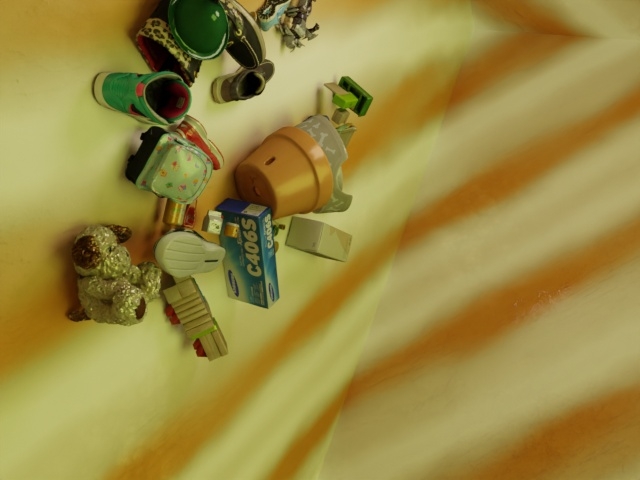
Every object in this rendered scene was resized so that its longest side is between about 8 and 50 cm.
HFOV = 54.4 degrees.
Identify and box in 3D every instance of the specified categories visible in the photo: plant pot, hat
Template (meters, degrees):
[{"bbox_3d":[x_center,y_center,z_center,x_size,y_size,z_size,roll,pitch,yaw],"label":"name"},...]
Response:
[{"bbox_3d":[-0.133,-0.192,1.986,0.204,0.291,0.290,-33,133,-34],"label":"plant pot"},{"bbox_3d":[-0.230,-0.514,1.422,0.209,0.184,0.172,-3,95,-50],"label":"hat"}]

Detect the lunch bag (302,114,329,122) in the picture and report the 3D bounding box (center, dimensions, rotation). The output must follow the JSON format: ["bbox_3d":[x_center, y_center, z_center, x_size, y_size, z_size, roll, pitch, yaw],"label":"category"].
[{"bbox_3d":[-0.008,-0.427,2.306,0.065,0.099,0.067,-53,141,-47],"label":"lunch bag"}]

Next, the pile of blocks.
[{"bbox_3d":[-0.389,0.219,1.852,0.113,0.149,0.362,-23,125,-7],"label":"pile of blocks"}]

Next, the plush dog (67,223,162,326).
[{"bbox_3d":[-0.506,0.071,1.459,0.262,0.211,0.225,-93,174,-76],"label":"plush dog"}]

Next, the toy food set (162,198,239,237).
[{"bbox_3d":[-0.336,-0.081,1.752,0.233,0.111,0.104,12,89,-36],"label":"toy food set"}]

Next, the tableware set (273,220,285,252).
[{"bbox_3d":[-0.166,0.008,2.281,0.104,0.024,0.154,44,62,-62],"label":"tableware set"}]

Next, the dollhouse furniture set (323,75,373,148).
[{"bbox_3d":[0.042,-0.467,2.434,0.198,0.151,0.301,-23,149,-47],"label":"dollhouse furniture set"}]

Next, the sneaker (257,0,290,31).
[{"bbox_3d":[-0.147,-0.710,1.939,0.162,0.064,0.073,-56,167,-31],"label":"sneaker"}]

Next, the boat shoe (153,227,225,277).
[{"bbox_3d":[-0.376,0.027,1.682,0.121,0.119,0.335,-61,166,0],"label":"boat shoe"}]

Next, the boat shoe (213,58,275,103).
[{"bbox_3d":[-0.207,-0.475,1.866,0.285,0.093,0.102,-43,139,-50],"label":"boat shoe"}]

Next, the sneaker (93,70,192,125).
[{"bbox_3d":[-0.369,-0.335,1.490,0.296,0.179,0.123,-5,107,-65],"label":"sneaker"}]

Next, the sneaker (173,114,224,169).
[{"bbox_3d":[-0.357,-0.237,1.719,0.128,0.087,0.221,-51,148,-14],"label":"sneaker"}]

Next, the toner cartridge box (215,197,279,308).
[{"bbox_3d":[-0.230,0.045,1.996,0.075,0.165,0.347,-45,140,-47],"label":"toner cartridge box"}]

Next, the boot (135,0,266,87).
[{"bbox_3d":[-0.299,-0.509,1.600,0.284,0.138,0.377,-68,150,-21],"label":"boot"}]

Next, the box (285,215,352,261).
[{"bbox_3d":[0.000,0.000,2.487,0.311,0.148,0.121,22,81,-66],"label":"box"}]

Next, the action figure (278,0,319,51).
[{"bbox_3d":[-0.055,-0.753,2.048,0.185,0.099,0.284,25,84,-77],"label":"action figure"}]

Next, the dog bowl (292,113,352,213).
[{"bbox_3d":[-0.014,-0.250,2.142,0.102,0.349,0.348,-19,127,-19],"label":"dog bowl"}]

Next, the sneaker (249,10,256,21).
[{"bbox_3d":[-0.206,-0.643,1.868,0.037,0.032,0.083,-46,149,-70],"label":"sneaker"}]

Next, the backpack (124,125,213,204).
[{"bbox_3d":[-0.364,-0.178,1.565,0.188,0.144,0.165,23,97,-53],"label":"backpack"}]
